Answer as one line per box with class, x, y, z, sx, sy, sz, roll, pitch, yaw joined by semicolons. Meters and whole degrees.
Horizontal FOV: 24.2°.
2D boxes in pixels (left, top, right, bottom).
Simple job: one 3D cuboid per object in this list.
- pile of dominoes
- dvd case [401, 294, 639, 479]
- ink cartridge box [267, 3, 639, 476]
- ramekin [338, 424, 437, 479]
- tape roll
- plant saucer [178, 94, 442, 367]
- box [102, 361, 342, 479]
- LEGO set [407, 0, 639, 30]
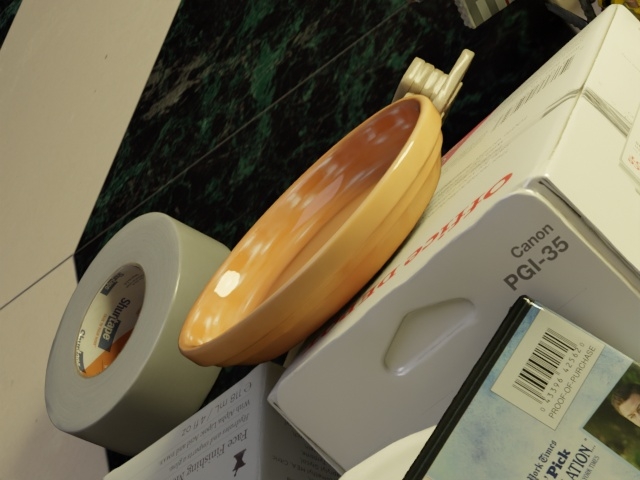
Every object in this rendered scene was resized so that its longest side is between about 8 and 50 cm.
pile of dominoes;0.020;-0.011;1.015;0.251;0.040;0.196;-58;-5;-29
dvd case;0.150;0.157;0.636;0.180;0.253;0.022;-54;-9;-25
ink cartridge box;0.113;0.008;0.846;0.207;0.117;0.283;-42;6;31
ramekin;0.095;0.225;0.679;0.127;0.273;0.272;105;177;-62
tape roll;-0.166;0.087;1.377;0.219;0.072;0.219;-38;37;36
plant saucer;0.000;0.000;0.845;0.200;0.037;0.200;-43;13;12
box;-0.023;0.194;0.953;0.181;0.182;0.119;-38;37;35
LEGO set;0.131;-0.251;1.011;0.192;0.255;0.331;-36;41;-9
